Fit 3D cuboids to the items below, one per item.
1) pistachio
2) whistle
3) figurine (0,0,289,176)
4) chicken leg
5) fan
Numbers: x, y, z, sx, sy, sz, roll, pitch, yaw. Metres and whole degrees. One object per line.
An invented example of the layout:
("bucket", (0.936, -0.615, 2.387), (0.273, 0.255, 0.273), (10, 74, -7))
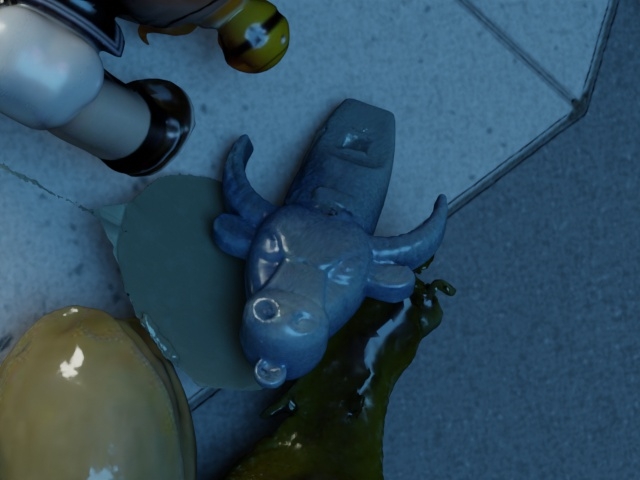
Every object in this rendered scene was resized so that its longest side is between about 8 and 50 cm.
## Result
("pistachio", (-0.181, 0.195, 1.399), (0.181, 0.162, 0.293), (9, 88, 18))
("whistle", (0.000, 0.000, 1.475), (0.180, 0.093, 0.269), (16, 61, 5))
("figurine", (-0.146, -0.231, 1.364), (0.320, 0.196, 0.323), (28, 90, -15))
("chicken leg", (-0.003, 0.193, 1.502), (0.201, 0.152, 0.429), (32, 73, -35))
("fan", (-0.137, 0.001, 1.430), (0.310, 0.010, 0.182), (31, 49, -31))
